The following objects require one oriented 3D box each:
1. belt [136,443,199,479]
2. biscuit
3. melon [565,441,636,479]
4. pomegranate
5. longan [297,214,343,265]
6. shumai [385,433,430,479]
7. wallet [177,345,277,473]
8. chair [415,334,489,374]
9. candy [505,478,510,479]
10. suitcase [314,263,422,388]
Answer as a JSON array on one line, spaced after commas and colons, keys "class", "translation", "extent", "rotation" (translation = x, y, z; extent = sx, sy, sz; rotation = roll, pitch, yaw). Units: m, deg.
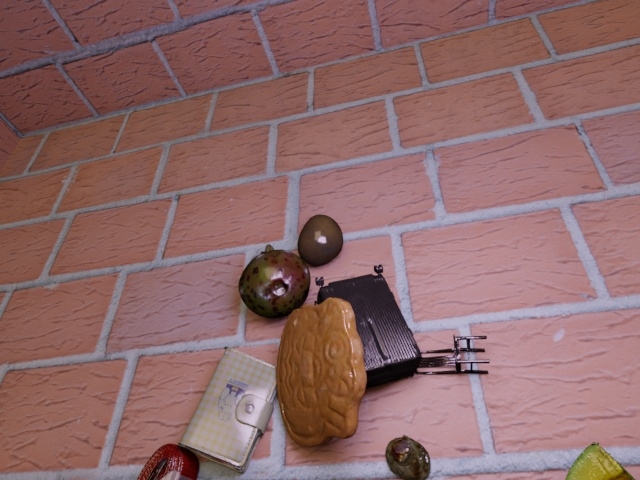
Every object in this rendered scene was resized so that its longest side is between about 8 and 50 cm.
[{"class": "belt", "translation": [-0.439, 0.679, 1.256], "extent": [0.127, 0.124, 0.201], "rotation": [9, 56, 26]}, {"class": "biscuit", "translation": [-0.018, 0.364, 1.247], "extent": [0.365, 0.062, 0.386], "rotation": [-27, 60, 46]}, {"class": "melon", "translation": [0.642, 0.600, 0.971], "extent": [0.169, 0.129, 0.265], "rotation": [-43, 53, 12]}, {"class": "pomegranate", "translation": [-0.174, 0.133, 1.538], "extent": [0.242, 0.242, 0.306], "rotation": [-42, 32, -15]}, {"class": "longan", "translation": [0.000, 0.000, 1.608], "extent": [0.189, 0.189, 0.189], "rotation": [-9, 52, 12]}, {"class": "shumai", "translation": [0.223, 0.554, 1.156], "extent": [0.123, 0.087, 0.099], "rotation": [18, 60, 28]}, {"class": "wallet", "translation": [-0.256, 0.495, 1.338], "extent": [0.223, 0.077, 0.310], "rotation": [18, 56, 9]}, {"class": "chair", "translation": [0.363, 0.328, 1.274], "extent": [0.212, 0.101, 0.084], "rotation": [-4, 53, 14]}, {"class": "candy", "translation": [0.431, 0.604, 1.096], "extent": [0.083, 0.025, 0.023], "rotation": [-20, 22, 14]}, {"class": "suitcase", "translation": [0.130, 0.258, 1.337], "extent": [0.229, 0.152, 0.335], "rotation": [-11, 48, -13]}]
